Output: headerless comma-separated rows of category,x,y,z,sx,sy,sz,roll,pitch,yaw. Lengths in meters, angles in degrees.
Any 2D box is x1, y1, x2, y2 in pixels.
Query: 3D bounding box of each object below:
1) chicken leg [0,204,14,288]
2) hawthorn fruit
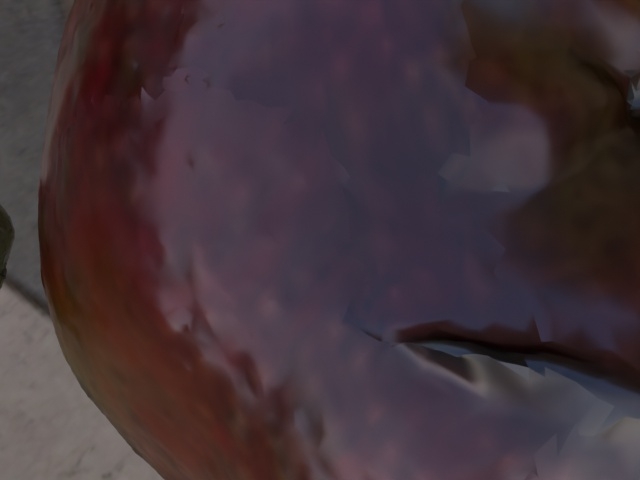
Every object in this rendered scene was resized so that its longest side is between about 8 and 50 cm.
chicken leg,-0.185,0.037,0.633,0.070,0.178,0.093,10,119,-12
hawthorn fruit,0.080,-0.003,0.595,0.403,0.403,0.403,2,105,6
